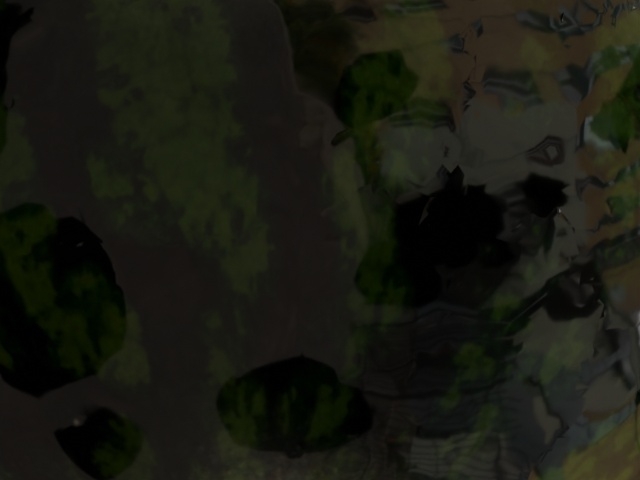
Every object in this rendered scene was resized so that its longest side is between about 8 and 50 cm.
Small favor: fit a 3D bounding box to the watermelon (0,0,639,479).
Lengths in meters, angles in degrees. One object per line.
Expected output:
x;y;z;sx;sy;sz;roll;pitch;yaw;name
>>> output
0.000;-0.004;0.466;0.269;0.269;0.269;39;-40;44;watermelon
